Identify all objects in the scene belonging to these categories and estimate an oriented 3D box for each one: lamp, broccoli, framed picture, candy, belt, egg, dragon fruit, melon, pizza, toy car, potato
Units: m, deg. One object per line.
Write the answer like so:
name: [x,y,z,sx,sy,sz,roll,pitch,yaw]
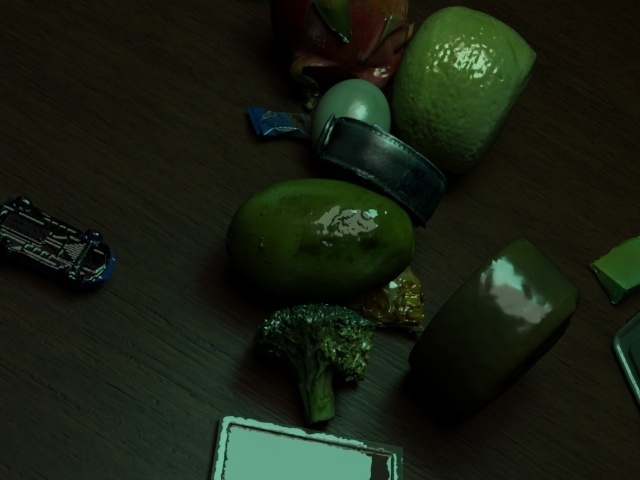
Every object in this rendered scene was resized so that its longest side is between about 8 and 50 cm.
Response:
lamp: [-0.014,-0.299,1.837,0.063,0.031,0.083,-7,52,-26]
broccoli: [-0.004,0.191,1.402,0.220,0.194,0.194,6,48,-46]
framed picture: [-0.019,0.379,1.309,0.293,0.018,0.231,13,50,-10]
candy: [-0.071,-0.224,1.755,0.136,0.038,0.088,5,38,-26]
belt: [0.098,-0.126,1.552,0.267,0.206,0.116,34,83,-38]
egg: [0.056,-0.215,1.713,0.149,0.149,0.192,20,77,-4]
dragon fruit: [0.049,-0.411,1.820,0.306,0.225,0.305,-3,18,1]
melon: [0.621,0.039,1.807,0.114,0.053,0.262,27,42,26]
pizza: [0.125,0.098,1.555,0.182,0.062,0.161,-30,69,-37]
toy car: [-0.430,0.010,1.419,0.216,0.063,0.103,26,49,-6]
potato: [-0.001,-0.003,1.474,0.304,0.216,0.215,-7,51,8]

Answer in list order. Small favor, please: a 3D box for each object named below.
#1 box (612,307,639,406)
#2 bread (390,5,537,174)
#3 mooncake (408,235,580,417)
box: [0.667,0.242,1.566,0.168,0.193,0.294,5,51,-27]
bread: [0.267,-0.297,1.765,0.237,0.320,0.320,30,49,9]
mooncake: [0.281,0.144,1.428,0.155,0.284,0.284,44,52,15]
